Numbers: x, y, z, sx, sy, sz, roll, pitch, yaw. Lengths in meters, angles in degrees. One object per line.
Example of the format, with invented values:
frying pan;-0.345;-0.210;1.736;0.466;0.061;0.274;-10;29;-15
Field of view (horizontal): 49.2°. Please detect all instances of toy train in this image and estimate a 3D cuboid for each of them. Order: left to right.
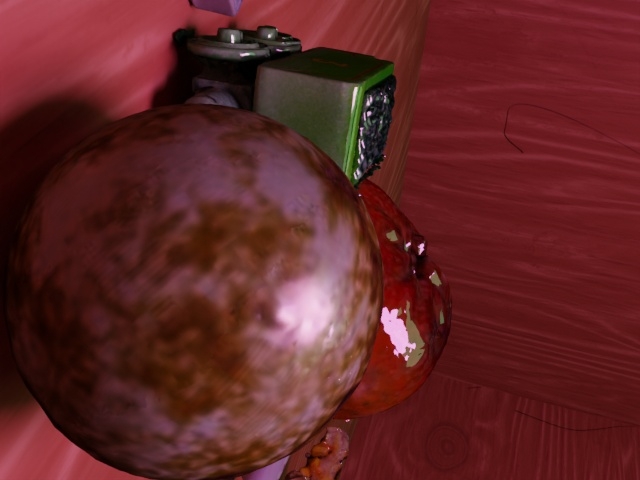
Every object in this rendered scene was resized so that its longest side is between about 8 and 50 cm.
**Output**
toy train;-0.027;-0.129;0.670;0.243;0.188;0.133;-54;155;-66

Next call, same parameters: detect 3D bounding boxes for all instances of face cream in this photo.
face cream;-0.058;0.298;1.114;0.198;0.057;0.084;-63;-179;-5

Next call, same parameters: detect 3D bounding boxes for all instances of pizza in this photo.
pizza;-0.086;0.586;1.349;0.406;0.130;0.440;11;103;-78

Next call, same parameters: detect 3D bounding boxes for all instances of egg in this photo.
egg;-0.078;0.031;0.475;0.289;0.238;0.238;-167;-90;-87

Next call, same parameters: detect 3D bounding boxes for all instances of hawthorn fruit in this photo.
hawthorn fruit;-0.022;0.072;0.735;0.254;0.300;0.254;38;39;-39

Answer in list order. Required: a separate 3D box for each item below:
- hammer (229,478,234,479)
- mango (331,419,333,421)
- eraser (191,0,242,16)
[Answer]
hammer;-0.137;0.363;1.101;0.078;0.021;0.201;21;83;-79
mango;0.017;0.323;1.603;0.138;0.113;0.253;7;103;-83
eraser;-0.069;-0.310;0.618;0.092;0.046;0.213;80;25;-64
